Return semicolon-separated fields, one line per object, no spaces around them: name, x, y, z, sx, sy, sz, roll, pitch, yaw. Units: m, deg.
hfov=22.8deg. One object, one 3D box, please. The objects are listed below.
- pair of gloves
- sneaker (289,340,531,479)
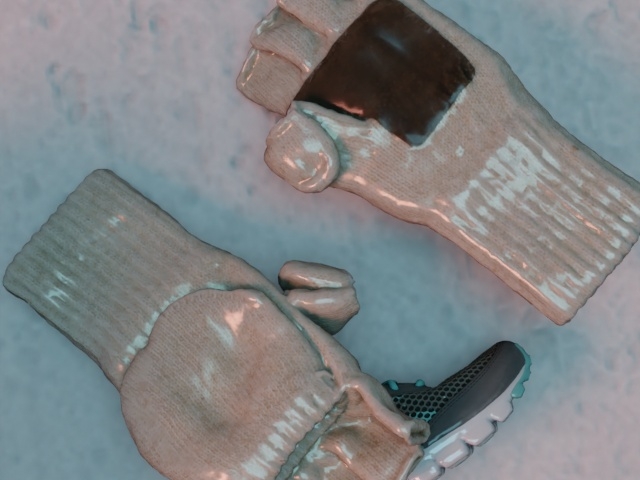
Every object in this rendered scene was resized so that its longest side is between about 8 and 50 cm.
pair of gloves;0.000;0.000;0.696;0.240;0.042;0.204;-43;72;-6
sneaker;0.017;0.085;0.711;0.166;0.065;0.076;-33;85;-7
